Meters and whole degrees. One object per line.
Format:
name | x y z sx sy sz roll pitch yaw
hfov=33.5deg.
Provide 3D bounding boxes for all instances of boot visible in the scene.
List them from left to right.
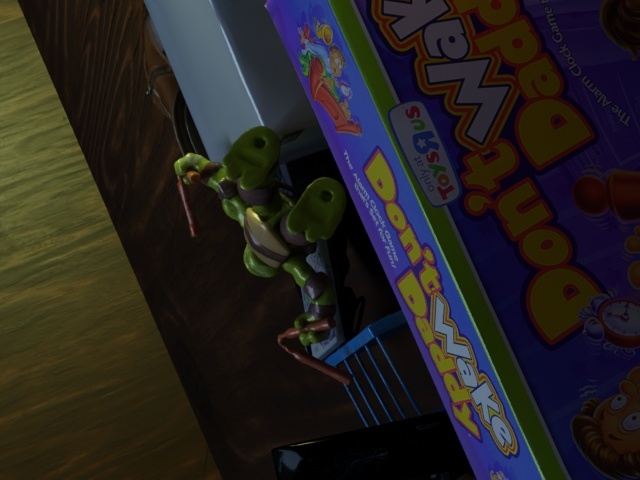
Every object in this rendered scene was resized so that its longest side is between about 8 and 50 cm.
boot | -0.183 -0.181 1.458 0.283 0.109 0.220 67 161 8

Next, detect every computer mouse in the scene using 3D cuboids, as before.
computer mouse | 0.000 0.000 1.188 0.188 0.072 0.272 114 141 -65

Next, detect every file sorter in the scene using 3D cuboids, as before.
file sorter | 0.096 0.118 1.017 0.104 0.118 0.170 62 161 8

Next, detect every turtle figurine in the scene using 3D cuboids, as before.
turtle figurine | -0.031 -0.003 0.948 0.269 0.087 0.217 53 161 10

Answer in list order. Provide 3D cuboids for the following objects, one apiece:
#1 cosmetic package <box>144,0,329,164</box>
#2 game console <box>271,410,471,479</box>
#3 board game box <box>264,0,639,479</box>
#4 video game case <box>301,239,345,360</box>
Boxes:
cosmetic package | -0.081 -0.266 1.014 0.385 0.156 0.217 67 162 -1
game console | 0.081 0.213 1.008 0.361 0.213 0.044 71 -173 -71
board game box | 0.152 -0.010 0.524 0.347 0.233 0.078 66 162 4
video game case | -0.002 0.052 1.066 0.087 0.011 0.122 129 133 -65
